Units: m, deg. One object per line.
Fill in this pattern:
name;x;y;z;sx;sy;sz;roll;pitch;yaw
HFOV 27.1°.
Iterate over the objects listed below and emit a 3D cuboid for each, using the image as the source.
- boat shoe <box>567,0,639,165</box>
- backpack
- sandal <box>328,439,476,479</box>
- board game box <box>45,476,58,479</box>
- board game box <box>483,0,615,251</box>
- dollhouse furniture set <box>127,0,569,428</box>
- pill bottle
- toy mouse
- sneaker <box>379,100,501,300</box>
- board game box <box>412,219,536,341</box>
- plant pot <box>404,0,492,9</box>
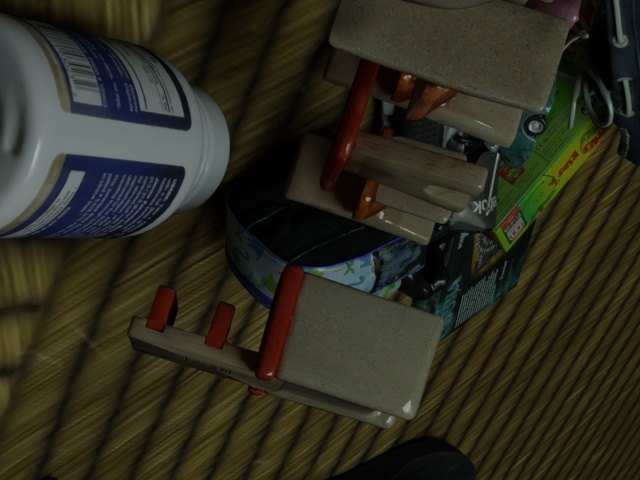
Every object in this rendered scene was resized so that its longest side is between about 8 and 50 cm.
boat shoe;0.198;-0.117;0.824;0.254;0.079;0.095;66;33;-70
backpack;0.000;0.000;0.822;0.114;0.105;0.084;-24;142;-33
sandal;0.031;0.294;1.222;0.446;0.107;0.167;-3;126;-56
board game box;-0.212;0.433;0.758;0.356;0.356;0.356;-23;142;-43
board game box;0.154;-0.091;0.955;0.181;0.092;0.043;-49;152;-4
dollhouse furniture set;0.014;-0.051;0.648;0.262;0.135;0.259;116;-7;-77
pill bottle;-0.112;-0.047;0.599;0.094;0.094;0.169;-58;158;14
toy mouse;0.117;-0.101;0.745;0.143;0.031;0.161;130;-22;-84
sneaker;0.084;-0.058;0.875;0.078;0.106;0.234;-18;138;-48
board game box;0.133;-0.001;1.105;0.126;0.026;0.186;-32;147;-32
plant pot;-0.008;-0.193;0.441;0.263;0.229;0.263;-35;149;-26
